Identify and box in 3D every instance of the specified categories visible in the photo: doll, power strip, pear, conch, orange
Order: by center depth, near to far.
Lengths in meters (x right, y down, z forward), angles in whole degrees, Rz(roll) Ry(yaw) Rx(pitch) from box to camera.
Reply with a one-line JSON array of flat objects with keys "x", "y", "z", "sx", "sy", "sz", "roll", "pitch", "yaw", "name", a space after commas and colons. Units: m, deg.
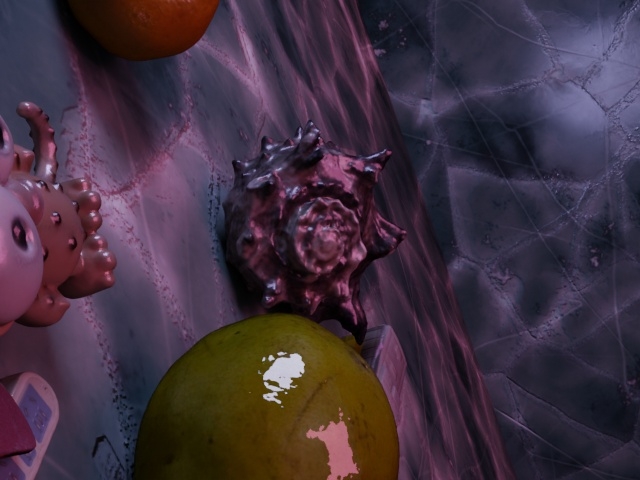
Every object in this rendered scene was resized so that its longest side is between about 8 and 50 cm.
[{"x": -0.195, "y": 0.142, "z": 0.568, "sx": 0.191, "sy": 0.030, "sz": 0.047, "roll": -86, "pitch": 152, "yaw": -59, "name": "power strip"}, {"x": -0.203, "y": -0.012, "z": 0.583, "sx": 0.278, "sy": 0.119, "sz": 0.154, "roll": -33, "pitch": 106, "yaw": -80, "name": "doll"}, {"x": -0.041, "y": 0.167, "z": 0.753, "sx": 0.269, "sy": 0.212, "sz": 0.212, "roll": -85, "pitch": 151, "yaw": -60, "name": "pear"}, {"x": -0.178, "y": -0.256, "z": 0.955, "sx": 0.136, "sy": 0.159, "sz": 0.159, "roll": 11, "pitch": -50, "yaw": 58, "name": "orange"}, {"x": -0.012, "y": 0.005, "z": 1.174, "sx": 0.313, "sy": 0.186, "sz": 0.241, "roll": 81, "pitch": 30, "yaw": -48, "name": "conch"}]

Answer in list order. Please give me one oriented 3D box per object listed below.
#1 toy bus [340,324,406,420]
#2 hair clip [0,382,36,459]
[{"x": 0.051, "y": 0.194, "z": 1.267, "sx": 0.268, "sy": 0.106, "sz": 0.092, "roll": -55, "pitch": 122, "yaw": -73, "name": "toy bus"}, {"x": -0.207, "y": 0.104, "z": 0.524, "sx": 0.054, "sy": 0.022, "sz": 0.137, "roll": 55, "pitch": 24, "yaw": 15, "name": "hair clip"}]
